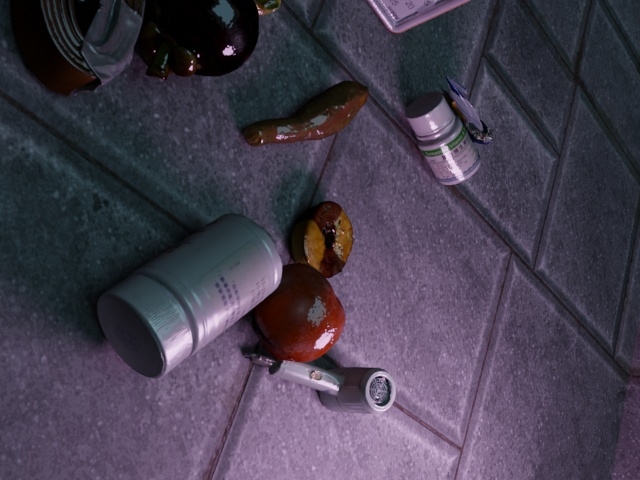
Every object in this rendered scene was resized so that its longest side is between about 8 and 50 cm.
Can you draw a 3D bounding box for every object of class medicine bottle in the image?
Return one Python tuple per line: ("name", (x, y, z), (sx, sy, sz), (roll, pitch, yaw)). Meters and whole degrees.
("medicine bottle", (0.334, -0.280, 2.264), (0.237, 0.139, 0.139), (57, 50, -30))
("medicine bottle", (-0.244, 0.100, 1.568), (0.332, 0.190, 0.190), (-37, 114, -43))

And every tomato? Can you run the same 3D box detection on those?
("tomato", (-0.055, 0.158, 1.765), (0.184, 0.208, 0.208), (-38, 117, -16))

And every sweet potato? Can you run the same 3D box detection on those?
("sweet potato", (-0.019, -0.279, 1.912), (0.385, 0.109, 0.109), (-33, 111, -37))

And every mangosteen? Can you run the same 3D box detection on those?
("mangosteen", (-0.243, -0.406, 1.589), (0.265, 0.228, 0.228), (-50, 124, -20))

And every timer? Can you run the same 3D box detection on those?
("timer", (0.238, -0.691, 2.103), (0.257, 0.250, 0.161), (45, 56, -36))

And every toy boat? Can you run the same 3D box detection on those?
("toy boat", (0.387, -0.370, 2.249), (0.067, 0.220, 0.291), (-40, 157, -5))

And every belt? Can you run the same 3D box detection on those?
("belt", (-0.424, -0.429, 1.464), (0.217, 0.122, 0.339), (11, 77, -45))

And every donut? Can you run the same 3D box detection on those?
("donut", (0.000, 0.000, 1.927), (0.166, 0.073, 0.184), (40, 58, -37))

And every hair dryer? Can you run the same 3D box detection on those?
("hair dryer", (-0.014, 0.306, 1.849), (0.357, 0.173, 0.108), (22, 69, -31))

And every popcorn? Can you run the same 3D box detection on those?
("popcorn", (-0.121, -0.550, 1.828), (0.097, 0.089, 0.109), (53, 48, -45))
